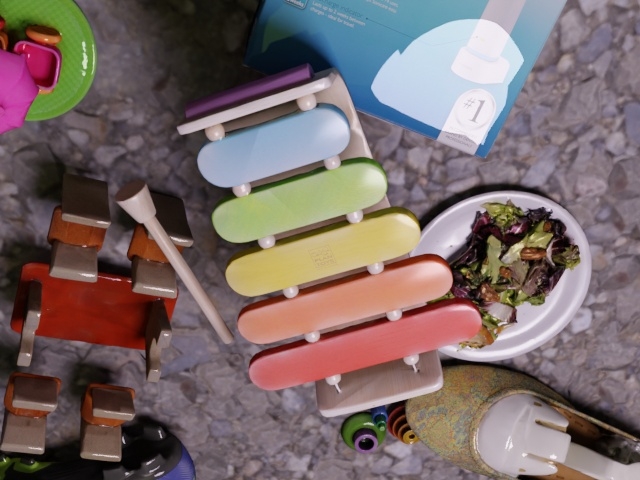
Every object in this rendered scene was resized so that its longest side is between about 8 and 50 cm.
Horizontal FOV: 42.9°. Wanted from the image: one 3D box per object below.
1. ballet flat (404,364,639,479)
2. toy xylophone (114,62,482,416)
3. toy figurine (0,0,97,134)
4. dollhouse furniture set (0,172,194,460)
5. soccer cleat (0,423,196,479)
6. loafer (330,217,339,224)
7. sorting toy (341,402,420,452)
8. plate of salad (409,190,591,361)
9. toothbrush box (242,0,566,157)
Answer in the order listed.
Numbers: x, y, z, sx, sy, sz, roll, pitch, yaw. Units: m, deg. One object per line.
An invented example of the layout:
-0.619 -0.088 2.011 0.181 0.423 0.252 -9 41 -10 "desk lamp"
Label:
0.260 0.227 0.880 0.348 0.123 0.123 25 112 -16 "ballet flat"
-0.023 0.013 0.666 0.236 0.081 0.323 -23 120 16 "toy xylophone"
-0.279 -0.140 0.646 0.173 0.159 0.130 14 114 -10 "toy figurine"
-0.270 0.058 0.783 0.259 0.135 0.262 12 115 -22 "dollhouse furniture set"
-0.276 0.287 0.892 0.289 0.093 0.121 -13 122 3 "soccer cleat"
0.000 0.000 0.764 0.092 0.102 0.269 -21 111 19 "loafer"
0.072 0.212 0.906 0.102 0.042 0.061 -21 115 6 "sorting toy"
0.181 0.045 0.829 0.199 0.048 0.200 -1 115 -3 "plate of salad"
0.089 -0.247 0.638 0.216 0.126 0.296 18 114 -11 "toothbrush box"
